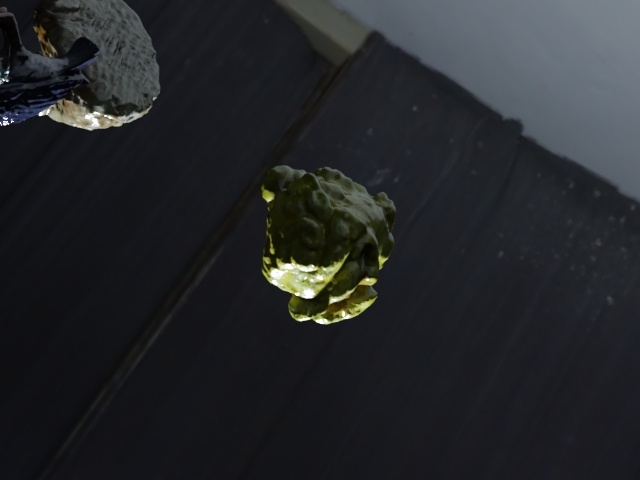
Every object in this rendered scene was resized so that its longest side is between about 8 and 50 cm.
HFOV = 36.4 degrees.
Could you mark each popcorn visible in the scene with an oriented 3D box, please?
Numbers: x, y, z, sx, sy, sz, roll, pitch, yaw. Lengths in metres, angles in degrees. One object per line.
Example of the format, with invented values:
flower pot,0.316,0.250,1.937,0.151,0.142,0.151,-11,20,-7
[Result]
popcorn,0.000,0.000,1.619,0.235,0.242,0.250,-26,146,25

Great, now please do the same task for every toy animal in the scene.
toy animal,-0.491,-0.264,1.501,0.298,0.185,0.122,-6,-159,-31

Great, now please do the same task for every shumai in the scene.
shumai,-0.468,-0.299,1.825,0.262,0.314,0.267,-34,137,27

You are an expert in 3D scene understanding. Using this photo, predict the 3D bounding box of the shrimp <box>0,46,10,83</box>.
shrimp,-0.430,-0.224,1.222,0.082,0.076,0.174,58,159,1
